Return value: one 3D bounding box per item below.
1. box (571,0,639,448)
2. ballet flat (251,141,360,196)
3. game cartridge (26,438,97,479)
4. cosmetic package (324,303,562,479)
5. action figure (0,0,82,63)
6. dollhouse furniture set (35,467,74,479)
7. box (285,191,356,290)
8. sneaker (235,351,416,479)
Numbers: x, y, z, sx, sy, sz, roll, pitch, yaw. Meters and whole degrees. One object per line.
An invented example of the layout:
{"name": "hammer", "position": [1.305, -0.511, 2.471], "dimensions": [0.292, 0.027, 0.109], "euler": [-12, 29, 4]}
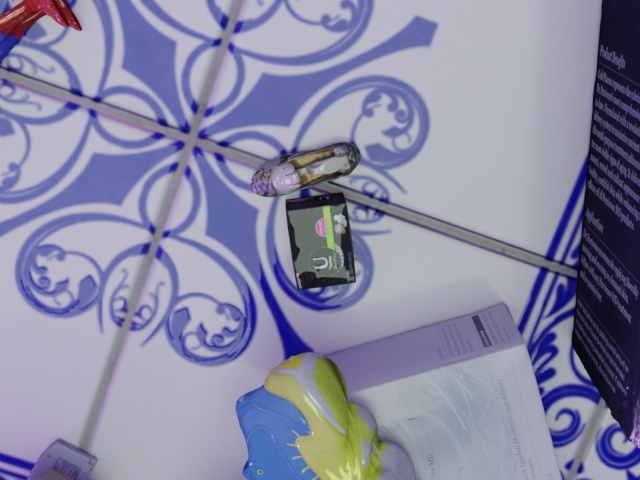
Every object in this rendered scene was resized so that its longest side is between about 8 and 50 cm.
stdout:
{"name": "box", "position": [0.506, -0.072, 1.294], "dimensions": [0.480, 0.297, 0.472], "euler": [2, 105, -3]}
{"name": "ballet flat", "position": [-0.015, -0.070, 1.403], "dimensions": [0.114, 0.041, 0.041], "euler": [-18, 104, 2]}
{"name": "game cartridge", "position": [-0.277, 0.251, 1.484], "dimensions": [0.056, 0.017, 0.083], "euler": [29, 101, -13]}
{"name": "cosmetic package", "position": [0.117, 0.213, 1.431], "dimensions": [0.224, 0.138, 0.224], "euler": [-16, 104, 3]}
{"name": "action figure", "position": [-0.341, -0.113, 1.347], "dimensions": [0.280, 0.091, 0.139], "euler": [-30, 91, 5]}
{"name": "dollhouse furniture set", "position": [-0.177, 0.418, 1.321], "dimensions": [0.394, 0.256, 0.362], "euler": [34, 105, 7]}
{"name": "box", "position": [0.000, 0.000, 1.414], "dimensions": [0.062, 0.052, 0.083], "euler": [-8, 106, -1]}
{"name": "sneaker", "position": [0.007, 0.217, 1.328], "dimensions": [0.126, 0.091, 0.240], "euler": [-24, 104, 26]}
